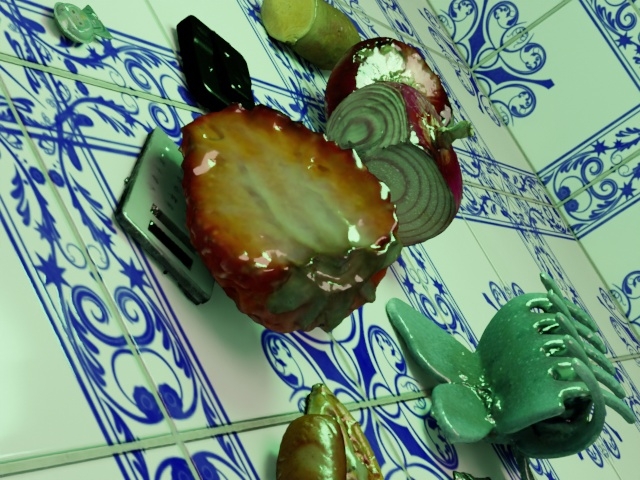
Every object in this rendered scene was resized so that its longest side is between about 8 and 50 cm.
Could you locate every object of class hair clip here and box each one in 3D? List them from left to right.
[{"bbox_3d":[0.326,0.223,1.966,0.392,0.238,0.318,46,18,-24],"label":"hair clip"}]

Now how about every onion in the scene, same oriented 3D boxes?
[{"bbox_3d":[0.112,-0.236,2.334,0.272,0.195,0.272,3,85,-30],"label":"onion"},{"bbox_3d":[0.133,-0.138,2.131,0.230,0.272,0.256,-78,163,-53],"label":"onion"}]

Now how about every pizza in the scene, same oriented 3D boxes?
[{"bbox_3d":[0.014,0.252,1.534,0.176,0.036,0.184,20,40,-58],"label":"pizza"}]

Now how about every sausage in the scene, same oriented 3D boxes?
[{"bbox_3d":[0.010,0.318,1.355,0.103,0.076,0.302,21,39,-43],"label":"sausage"}]

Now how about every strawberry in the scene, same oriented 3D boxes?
[{"bbox_3d":[-0.058,-0.025,1.576,0.265,0.149,0.336,-21,55,-27],"label":"strawberry"}]

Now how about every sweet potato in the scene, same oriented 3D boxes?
[{"bbox_3d":[0.020,-0.393,2.451,0.337,0.131,0.131,22,38,-54],"label":"sweet potato"}]

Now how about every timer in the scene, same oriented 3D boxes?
[{"bbox_3d":[-0.153,-0.258,1.939,0.144,0.055,0.187,37,27,-42],"label":"timer"}]

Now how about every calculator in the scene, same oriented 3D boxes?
[{"bbox_3d":[-0.181,-0.036,1.573,0.161,0.021,0.261,47,21,-21],"label":"calculator"}]

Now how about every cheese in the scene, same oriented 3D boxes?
[{"bbox_3d":[-0.319,-0.288,1.652,0.067,0.026,0.121,56,19,1],"label":"cheese"}]

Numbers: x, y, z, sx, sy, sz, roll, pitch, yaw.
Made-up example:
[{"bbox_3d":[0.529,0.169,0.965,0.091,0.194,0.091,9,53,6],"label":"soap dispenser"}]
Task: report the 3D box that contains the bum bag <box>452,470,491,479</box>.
[{"bbox_3d":[0.232,0.369,1.843,0.124,0.034,0.058,27,34,-52],"label":"bum bag"}]
